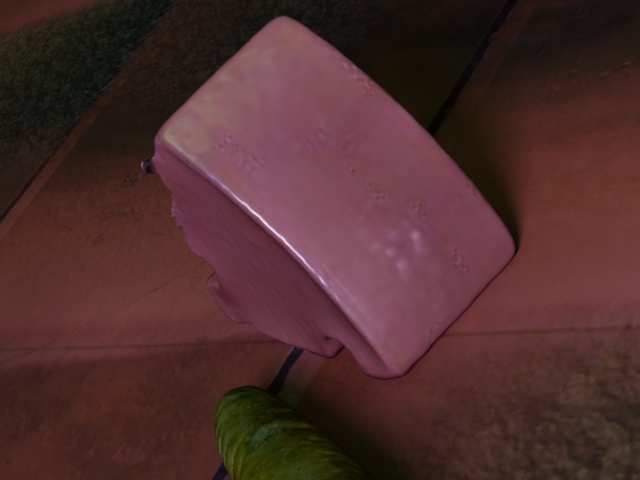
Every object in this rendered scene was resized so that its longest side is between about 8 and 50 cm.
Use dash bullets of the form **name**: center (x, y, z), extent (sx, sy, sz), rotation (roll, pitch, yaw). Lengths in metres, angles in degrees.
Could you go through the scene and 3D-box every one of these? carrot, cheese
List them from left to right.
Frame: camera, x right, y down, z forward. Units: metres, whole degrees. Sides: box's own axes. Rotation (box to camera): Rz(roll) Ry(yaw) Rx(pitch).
- **carrot**: center (0.009, 0.148, 0.780), extent (0.074, 0.074, 0.358), rotation (-39, 25, -2)
- **cheese**: center (0.013, 0.002, 0.950), extent (0.177, 0.203, 0.128), rotation (35, 68, 29)
